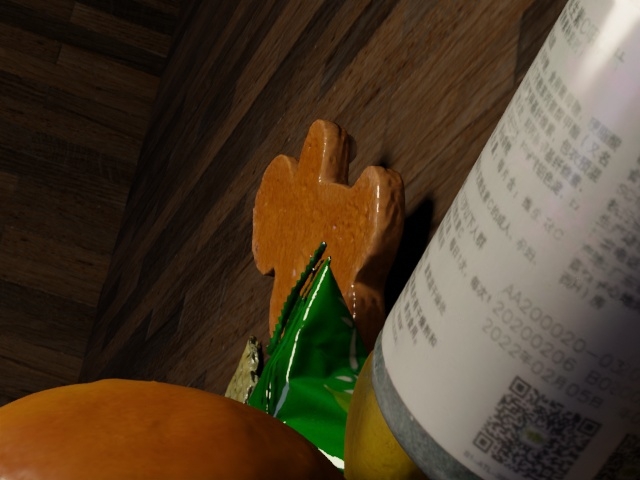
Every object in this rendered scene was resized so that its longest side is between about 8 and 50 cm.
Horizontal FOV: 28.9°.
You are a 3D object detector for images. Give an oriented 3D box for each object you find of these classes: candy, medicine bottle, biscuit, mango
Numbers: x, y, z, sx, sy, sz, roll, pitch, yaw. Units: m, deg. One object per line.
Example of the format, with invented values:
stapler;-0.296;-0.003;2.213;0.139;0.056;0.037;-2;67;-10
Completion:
candy;-0.010;0.122;0.896;0.141;0.078;0.203;-48;41;40
medicine bottle;0.138;-0.026;0.476;0.141;0.141;0.293;-94;27;-55
biscuit;-0.099;0.216;1.272;0.144;0.016;0.203;-102;33;-62
mango;0.054;0.115;0.744;0.103;0.076;0.161;-101;23;-51
biscuit;0.002;0.001;1.065;0.324;0.049;0.205;-153;72;-67

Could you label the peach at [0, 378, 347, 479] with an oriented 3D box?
peach;-0.116;0.256;0.700;0.343;0.342;0.302;-58;9;41
